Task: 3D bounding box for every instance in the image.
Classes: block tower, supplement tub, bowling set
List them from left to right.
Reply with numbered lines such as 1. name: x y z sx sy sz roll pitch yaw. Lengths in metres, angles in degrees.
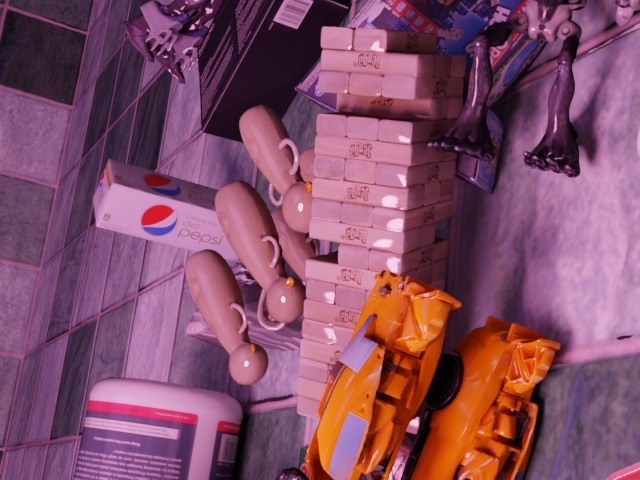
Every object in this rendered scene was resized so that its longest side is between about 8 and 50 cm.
1. supplement tub: -0.205 0.311 1.150 0.191 0.191 0.272 -17 61 61
2. bowling set: 0.000 0.000 0.933 0.154 0.199 0.287 61 148 27
3. block tower: 0.048 -0.002 0.788 0.090 0.097 0.336 10 104 32

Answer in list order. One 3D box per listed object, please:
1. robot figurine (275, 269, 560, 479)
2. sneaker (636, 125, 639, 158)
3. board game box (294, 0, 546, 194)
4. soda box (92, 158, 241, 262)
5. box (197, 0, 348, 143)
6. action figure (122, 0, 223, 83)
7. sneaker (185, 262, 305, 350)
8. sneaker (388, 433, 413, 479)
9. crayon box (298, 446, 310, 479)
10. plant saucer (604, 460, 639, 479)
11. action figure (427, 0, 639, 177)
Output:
1. robot figurine: 0.056 0.181 0.684 0.085 0.211 0.291 13 82 62
2. sneaker: 0.274 -0.102 0.490 0.292 0.108 0.169 -55 35 38
3. board game box: 0.109 -0.143 0.842 0.194 0.060 0.194 -49 66 11
4. soda box: -0.189 -0.037 1.275 0.069 0.216 0.074 -63 28 23
5. box: -0.074 -0.286 1.311 0.261 0.103 0.184 -53 35 39
6. action figure: -0.155 -0.374 1.434 0.285 0.185 0.099 -43 72 13
7. sneaker: -0.083 0.064 1.138 0.281 0.105 0.115 -12 59 59
8. sneaker: 0.060 0.195 0.811 0.134 0.070 0.051 32 105 63
9. crayon box: -0.037 0.362 0.908 0.202 0.081 0.319 -9 68 63
10. plant saucer: 0.260 0.185 0.403 0.259 0.047 0.259 -40 42 39
11. action figure: 0.171 -0.190 0.698 0.141 0.164 0.276 -10 -68 -76
